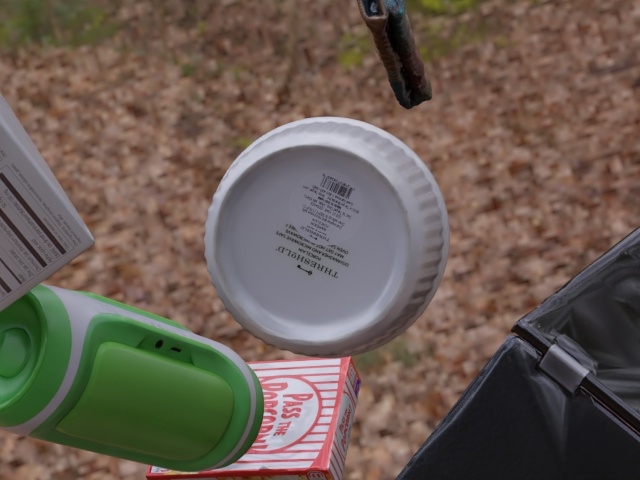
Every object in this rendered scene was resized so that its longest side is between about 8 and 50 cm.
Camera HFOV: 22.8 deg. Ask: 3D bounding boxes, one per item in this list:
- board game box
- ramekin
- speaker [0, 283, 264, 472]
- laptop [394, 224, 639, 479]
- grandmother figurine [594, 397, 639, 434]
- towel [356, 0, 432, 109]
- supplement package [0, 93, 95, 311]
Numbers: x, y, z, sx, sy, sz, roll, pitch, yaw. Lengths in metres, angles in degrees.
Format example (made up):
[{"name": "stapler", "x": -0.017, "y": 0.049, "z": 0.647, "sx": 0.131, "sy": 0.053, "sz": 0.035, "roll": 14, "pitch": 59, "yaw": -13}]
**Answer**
[{"name": "board game box", "x": -0.065, "y": 0.190, "z": 1.607, "sx": 0.194, "sy": 0.045, "sz": 0.146, "roll": -5, "pitch": 44, "yaw": 18}, {"name": "ramekin", "x": 0.000, "y": 0.000, "z": 1.313, "sx": 0.207, "sy": 0.207, "sz": 0.109, "roll": -16, "pitch": 1, "yaw": 9}, {"name": "speaker", "x": -0.177, "y": 0.124, "z": 1.384, "sx": 0.131, "sy": 0.131, "sz": 0.296, "roll": -14, "pitch": -23, "yaw": 31}, {"name": "laptop", "x": 0.265, "y": 0.224, "z": 1.080, "sx": 0.408, "sy": 0.382, "sz": 0.236, "roll": -32, "pitch": -24, "yaw": -43}, {"name": "grandmother figurine", "x": 0.177, "y": 0.254, "z": 1.419, "sx": 0.208, "sy": 0.342, "sz": 0.104, "roll": 36, "pitch": 15, "yaw": 29}, {"name": "towel", "x": 0.011, "y": -0.290, "z": 1.076, "sx": 0.040, "sy": 0.370, "sz": 0.271, "roll": -16, "pitch": -8, "yaw": 6}, {"name": "supplement package", "x": -0.317, "y": -0.082, "z": 1.205, "sx": 0.145, "sy": 0.204, "sz": 0.262, "roll": -37, "pitch": 38, "yaw": -4}]
